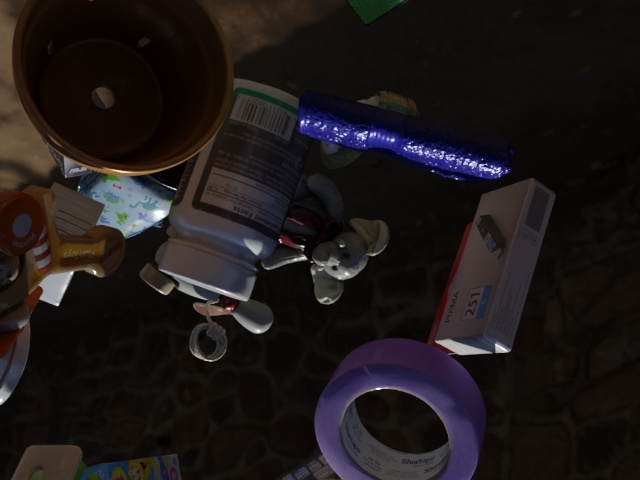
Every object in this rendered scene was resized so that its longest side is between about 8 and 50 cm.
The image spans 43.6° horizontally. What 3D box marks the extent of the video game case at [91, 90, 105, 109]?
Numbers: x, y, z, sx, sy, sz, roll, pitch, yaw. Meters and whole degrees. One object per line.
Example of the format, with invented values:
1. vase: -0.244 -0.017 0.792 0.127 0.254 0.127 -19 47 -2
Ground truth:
1. video game case: -0.510 -0.288 1.765 0.015 0.119 0.166 -3 159 3

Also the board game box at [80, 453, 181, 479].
1. board game box: -0.382 0.619 1.687 0.086 0.308 0.302 -17 165 13

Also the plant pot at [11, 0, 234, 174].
1. plant pot: -0.292 -0.224 1.142 0.290 0.291 0.203 19 168 -22

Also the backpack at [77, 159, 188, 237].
1. backpack: -0.512 -0.159 2.169 0.290 0.273 0.355 35 152 -32

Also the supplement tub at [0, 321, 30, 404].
1. supplement tub: -0.582 0.139 1.141 0.191 0.191 0.272 -14 155 38

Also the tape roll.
1. tape roll: 0.132 0.304 1.330 0.274 0.090 0.275 7 114 16

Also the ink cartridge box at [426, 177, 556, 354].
1. ink cartridge box: 0.271 0.057 1.408 0.066 0.296 0.261 29 158 -19

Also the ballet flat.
1. ballet flat: 0.072 -0.247 1.759 0.123 0.123 0.348 22 160 -28

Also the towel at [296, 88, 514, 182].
1. towel: 0.118 -0.147 1.176 0.308 0.076 0.227 15 -171 4

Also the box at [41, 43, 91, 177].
1. box: -0.530 -0.265 1.611 0.056 0.231 0.183 -16 135 -30

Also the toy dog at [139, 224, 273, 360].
1. toy dog: -0.273 0.099 1.887 0.334 0.220 0.161 58 176 -15

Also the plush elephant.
1. plush elephant: 0.000 0.000 1.874 0.330 0.255 0.272 9 119 -53

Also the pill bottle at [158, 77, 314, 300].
1. pill bottle: -0.151 -0.088 1.439 0.204 0.361 0.204 19 173 3

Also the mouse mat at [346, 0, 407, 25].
1. mouse mat: 0.058 -0.440 1.260 0.190 0.007 0.152 53 151 -12

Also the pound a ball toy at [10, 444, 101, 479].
1. pound a ball toy: -0.390 0.473 1.091 0.135 0.319 0.208 -6 133 18

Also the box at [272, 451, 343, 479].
1. box: -0.005 0.655 1.757 0.394 0.318 0.097 -23 135 -28

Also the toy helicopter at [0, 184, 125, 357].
1. toy helicopter: -0.406 0.037 1.157 0.140 0.235 0.355 14 -173 23

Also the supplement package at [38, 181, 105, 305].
1. supplement package: -0.617 0.006 1.864 0.133 0.244 0.139 25 127 -14
